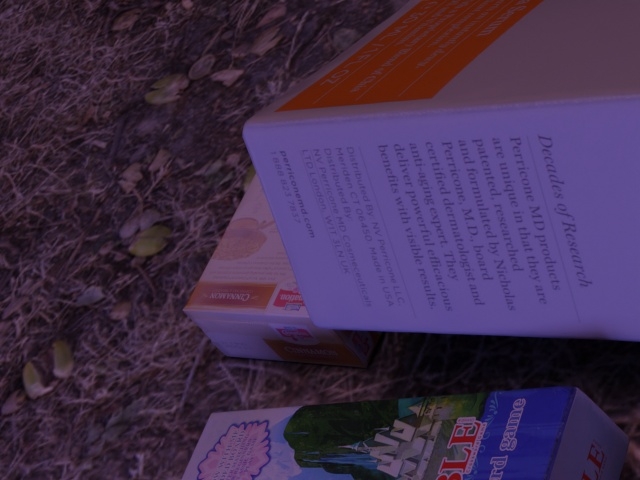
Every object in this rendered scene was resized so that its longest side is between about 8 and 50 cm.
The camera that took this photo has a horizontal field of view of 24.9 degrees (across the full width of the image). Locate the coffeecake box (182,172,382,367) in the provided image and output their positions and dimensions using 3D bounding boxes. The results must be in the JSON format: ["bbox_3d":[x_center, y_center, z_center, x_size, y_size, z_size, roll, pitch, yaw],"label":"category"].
[{"bbox_3d":[0.000,0.000,1.117,0.142,0.068,0.185,1,54,40],"label":"coffeecake box"}]

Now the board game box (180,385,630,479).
[{"bbox_3d":[-0.004,0.242,0.850,0.318,0.066,0.318,-12,45,44],"label":"board game box"}]

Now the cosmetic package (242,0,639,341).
[{"bbox_3d":[0.205,-0.061,0.878,0.453,0.161,0.230,0,29,38],"label":"cosmetic package"}]
